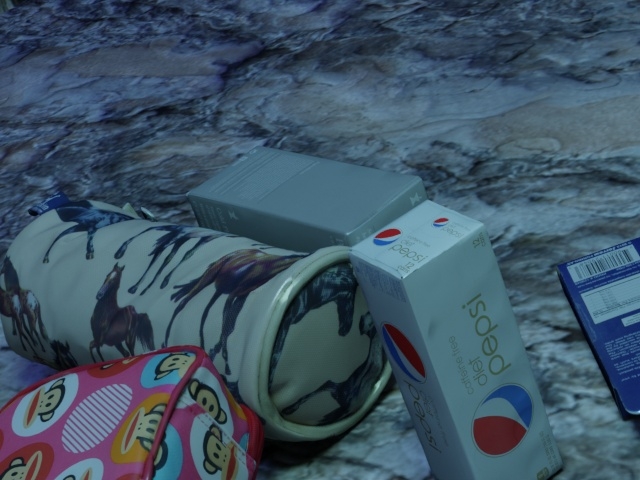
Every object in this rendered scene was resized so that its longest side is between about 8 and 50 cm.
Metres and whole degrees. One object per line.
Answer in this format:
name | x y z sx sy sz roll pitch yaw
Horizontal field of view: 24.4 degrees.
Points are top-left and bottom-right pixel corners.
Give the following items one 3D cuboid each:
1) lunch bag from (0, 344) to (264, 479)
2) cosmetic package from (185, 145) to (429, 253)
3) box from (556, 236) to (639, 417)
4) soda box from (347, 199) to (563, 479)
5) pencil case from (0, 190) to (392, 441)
lunch bag | -0.187 0.219 1.043 0.258 0.120 0.293 -17 36 28
cosmetic package | 0.000 0.000 1.344 0.107 0.127 0.238 -35 29 -26
box | 0.272 0.062 1.135 0.136 0.036 0.225 -19 26 5
soda box | 0.096 0.085 1.023 0.074 0.216 0.069 -33 31 -20
pencil case | -0.110 0.056 1.279 0.410 0.160 0.183 10 62 46
